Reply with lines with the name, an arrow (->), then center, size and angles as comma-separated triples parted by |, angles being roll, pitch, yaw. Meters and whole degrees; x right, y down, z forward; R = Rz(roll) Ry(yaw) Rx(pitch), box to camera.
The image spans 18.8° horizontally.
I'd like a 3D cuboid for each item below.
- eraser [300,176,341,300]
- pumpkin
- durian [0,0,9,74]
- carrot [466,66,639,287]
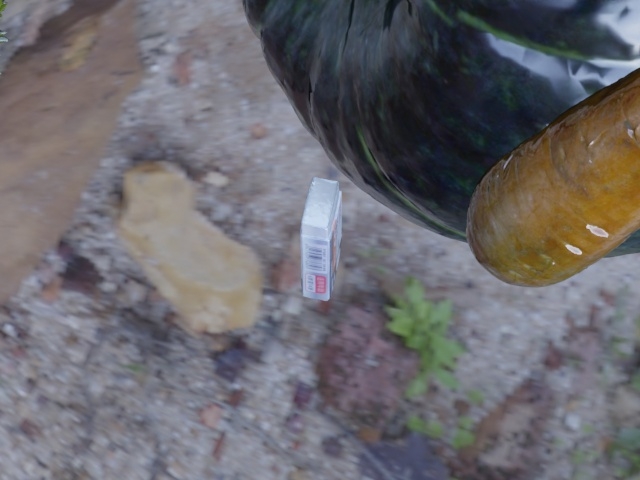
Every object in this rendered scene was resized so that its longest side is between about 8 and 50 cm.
eraser -> 0.000, 0.000, 1.651 | 0.029, 0.122, 0.052 | 9, 59, 5
pumpkin -> 0.102, -0.149, 0.827 | 0.241, 0.323, 0.323 | -14, 97, -27
durian -> -0.319, -0.197, 1.645 | 0.132, 0.375, 0.107 | 28, 111, -9
carrot -> 0.108, -0.040, 0.574 | 0.047, 0.191, 0.047 | 18, 54, -26
